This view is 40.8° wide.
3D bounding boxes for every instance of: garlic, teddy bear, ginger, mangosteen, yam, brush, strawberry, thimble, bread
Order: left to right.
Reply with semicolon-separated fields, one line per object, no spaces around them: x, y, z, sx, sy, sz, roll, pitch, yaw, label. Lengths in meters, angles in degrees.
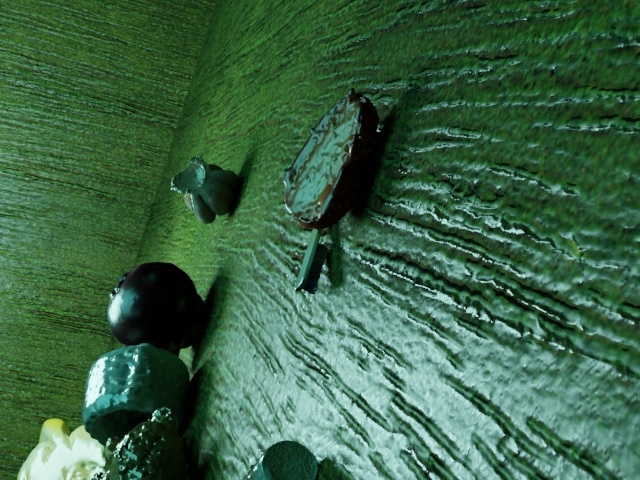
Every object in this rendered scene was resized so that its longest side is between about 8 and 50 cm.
-0.626;0.647;2.083;0.329;0.245;0.424;-46;27;54;bread
-0.359;0.426;1.651;0.051;0.173;0.069;-43;41;-8;ginger
-0.359;0.307;1.676;0.235;0.198;0.143;117;160;-46;thimble
-0.299;0.410;1.478;0.256;0.156;0.267;-53;25;43;teddy bear
-0.336;0.144;1.773;0.210;0.209;0.210;-162;90;-73;mangosteen
-0.240;-0.095;1.881;0.131;0.127;0.194;-58;-13;-15;garlic
-0.067;0.299;1.016;0.169;0.068;0.068;125;156;-43;yam
-0.001;0.000;1.177;0.033;0.030;0.179;116;172;-47;brush
0.028;-0.096;1.116;0.188;0.082;0.121;-58;40;13;strawberry
